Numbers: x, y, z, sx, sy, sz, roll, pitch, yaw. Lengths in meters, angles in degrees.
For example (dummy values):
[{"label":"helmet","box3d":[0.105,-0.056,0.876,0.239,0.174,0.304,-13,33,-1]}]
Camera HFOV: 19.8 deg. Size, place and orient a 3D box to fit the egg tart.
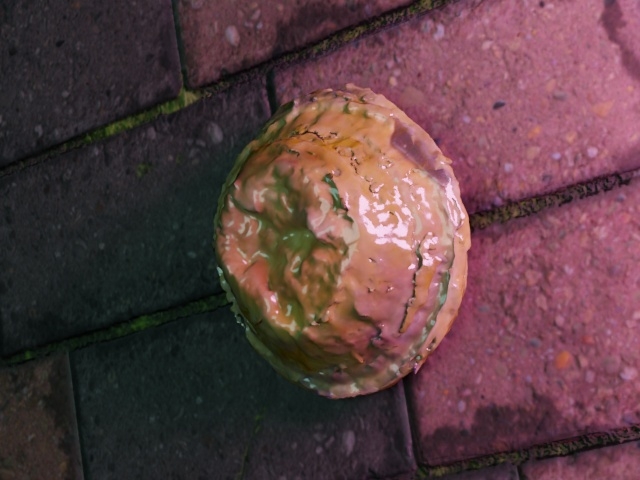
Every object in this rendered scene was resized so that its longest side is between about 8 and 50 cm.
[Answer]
[{"label":"egg tart","box3d":[0.000,0.000,1.974,0.352,0.150,0.352,-1,89,40]}]
